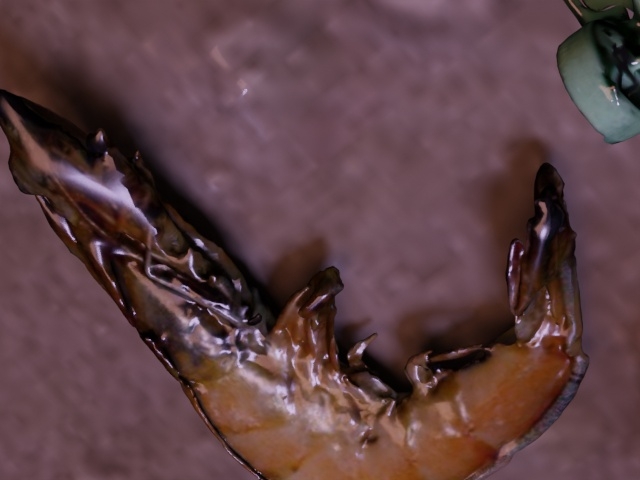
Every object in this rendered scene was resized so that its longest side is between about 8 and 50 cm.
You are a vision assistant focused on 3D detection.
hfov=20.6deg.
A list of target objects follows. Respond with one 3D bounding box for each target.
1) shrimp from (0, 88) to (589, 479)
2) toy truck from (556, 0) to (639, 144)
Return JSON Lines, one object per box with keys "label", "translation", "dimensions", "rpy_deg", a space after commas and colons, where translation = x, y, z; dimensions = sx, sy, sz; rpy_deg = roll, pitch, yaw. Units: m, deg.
{"label": "shrimp", "translation": [-0.001, 0.002, 0.535], "dimensions": [0.148, 0.035, 0.195], "rpy_deg": [-30, 111, 31]}
{"label": "toy truck", "translation": [0.076, -0.108, 0.442], "dimensions": [0.080, 0.078, 0.154], "rpy_deg": [-32, 87, 27]}
